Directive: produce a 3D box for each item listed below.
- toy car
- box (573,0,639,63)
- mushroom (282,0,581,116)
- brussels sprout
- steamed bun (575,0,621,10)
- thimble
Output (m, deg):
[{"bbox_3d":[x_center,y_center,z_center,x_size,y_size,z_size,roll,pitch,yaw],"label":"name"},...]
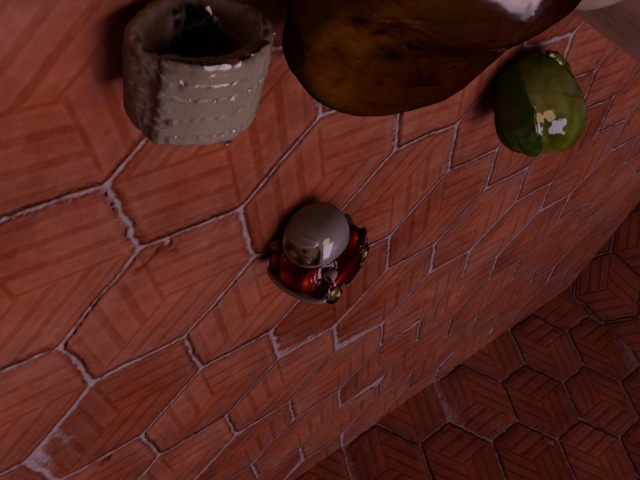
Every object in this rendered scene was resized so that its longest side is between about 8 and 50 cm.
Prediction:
[{"bbox_3d":[0.000,0.000,1.225,0.139,0.112,0.112,-43,147,-32],"label":"toy car"},{"bbox_3d":[0.435,-0.296,1.229,0.203,0.251,0.106,-11,142,-56],"label":"box"},{"bbox_3d":[0.087,-0.264,0.748,0.345,0.259,0.345,-46,-172,8],"label":"mushroom"},{"bbox_3d":[0.325,-0.197,1.397,0.131,0.145,0.183,-23,165,27],"label":"brussels sprout"},{"bbox_3d":[0.286,-0.340,0.941,0.177,0.130,0.228,5,123,-12],"label":"steamed bun"},{"bbox_3d":[-0.097,-0.137,0.737,0.115,0.102,0.090,-39,160,-36],"label":"thimble"}]
